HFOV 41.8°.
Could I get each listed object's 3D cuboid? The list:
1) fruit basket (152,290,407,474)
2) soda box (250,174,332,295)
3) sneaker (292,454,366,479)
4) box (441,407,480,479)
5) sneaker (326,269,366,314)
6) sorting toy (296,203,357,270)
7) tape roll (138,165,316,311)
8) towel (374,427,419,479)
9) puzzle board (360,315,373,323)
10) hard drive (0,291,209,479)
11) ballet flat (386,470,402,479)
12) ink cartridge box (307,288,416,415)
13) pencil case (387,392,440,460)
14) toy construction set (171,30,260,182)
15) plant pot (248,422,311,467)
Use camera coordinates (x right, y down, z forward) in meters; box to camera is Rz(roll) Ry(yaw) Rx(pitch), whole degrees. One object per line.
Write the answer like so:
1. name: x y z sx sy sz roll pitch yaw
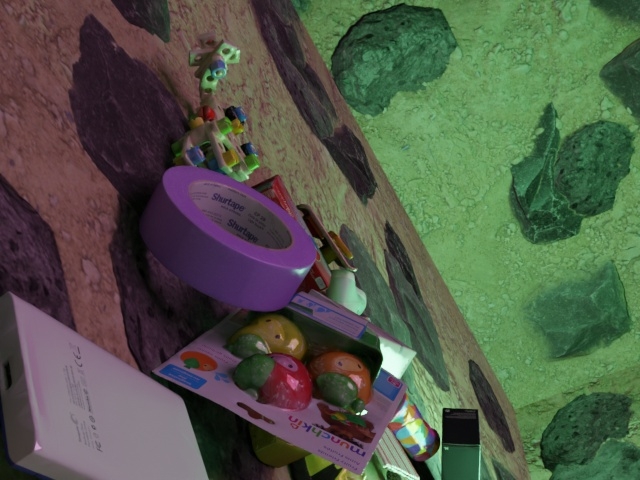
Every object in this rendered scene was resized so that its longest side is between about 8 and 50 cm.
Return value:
1. fruit basket: -0.038 0.201 1.291 0.327 0.166 0.353 24 12 12
2. soda box: -0.071 -0.005 1.835 0.263 0.083 0.092 62 16 -16
3. sneaker: 0.064 0.467 1.454 0.145 0.147 0.385 19 47 -67
4. box: 0.359 0.591 2.156 0.184 0.103 0.261 -58 147 -69
5. sneaker: 0.050 0.178 1.992 0.256 0.094 0.151 62 31 -67
6. sorting toy: 0.000 0.000 1.947 0.196 0.047 0.347 52 -5 -4
7. tape roll: -0.145 -0.007 1.337 0.274 0.090 0.275 27 21 -11
8. towel: 0.146 0.469 1.887 0.197 0.029 0.144 41 12 -52
9. puzzle board: 0.143 0.266 2.276 0.096 0.011 0.128 19 49 -69
10. hard drive: -0.240 0.210 0.957 0.319 0.040 0.210 48 11 -48
11. ballet flat: 0.175 0.569 1.879 0.114 0.041 0.041 65 15 -1
12. ink cartridge box: 0.042 0.225 1.595 0.168 0.171 0.232 33 -1 28
13. pencil case: 0.212 0.448 2.072 0.236 0.104 0.104 56 18 -35
14. toy construction set: -0.209 -0.234 1.637 0.215 0.151 0.328 43 38 -54
15. plant pot: -0.071 0.317 1.365 0.083 0.081 0.081 27 40 -54
